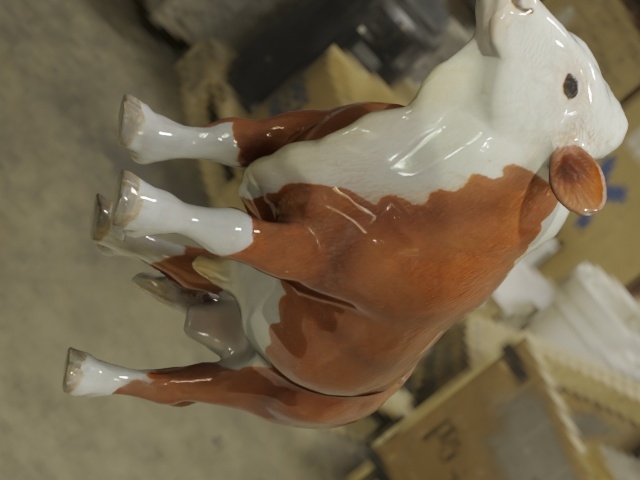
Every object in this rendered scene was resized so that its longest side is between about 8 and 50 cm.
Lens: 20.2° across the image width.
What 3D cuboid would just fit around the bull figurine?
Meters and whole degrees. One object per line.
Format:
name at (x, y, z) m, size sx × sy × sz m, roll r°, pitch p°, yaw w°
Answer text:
bull figurine at (0.000, 0.000, 0.763) m, size 0.188 × 0.310 × 0.101 m, roll 9°, pitch 58°, yaw -11°
